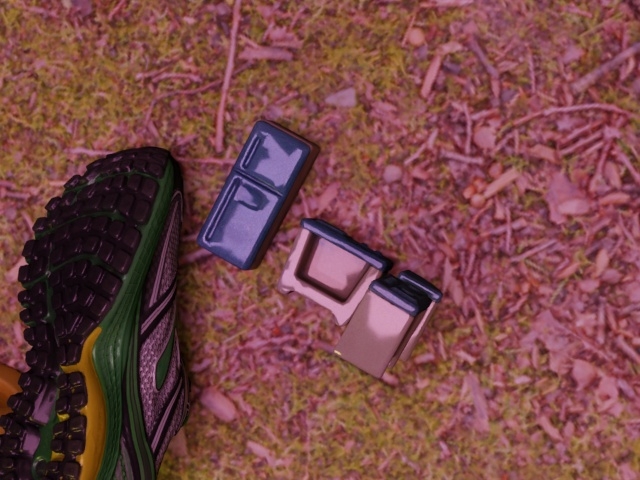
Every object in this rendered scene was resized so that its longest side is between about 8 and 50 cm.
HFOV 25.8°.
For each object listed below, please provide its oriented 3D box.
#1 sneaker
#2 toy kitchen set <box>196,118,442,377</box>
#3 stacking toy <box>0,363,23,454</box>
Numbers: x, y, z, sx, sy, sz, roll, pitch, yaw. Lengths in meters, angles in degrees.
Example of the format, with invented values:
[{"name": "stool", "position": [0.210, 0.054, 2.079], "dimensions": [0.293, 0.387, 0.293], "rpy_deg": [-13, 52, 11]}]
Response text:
[{"name": "sneaker", "position": [-0.176, 0.086, 1.188], "dimensions": [0.134, 0.146, 0.344], "rpy_deg": [4, 78, 38]}, {"name": "toy kitchen set", "position": [0.000, 0.000, 1.115], "dimensions": [0.207, 0.166, 0.122], "rpy_deg": [29, 97, 10]}, {"name": "stacking toy", "position": [-0.426, 0.165, 1.168], "dimensions": [0.309, 0.279, 0.130], "rpy_deg": [21, 107, 10]}]
